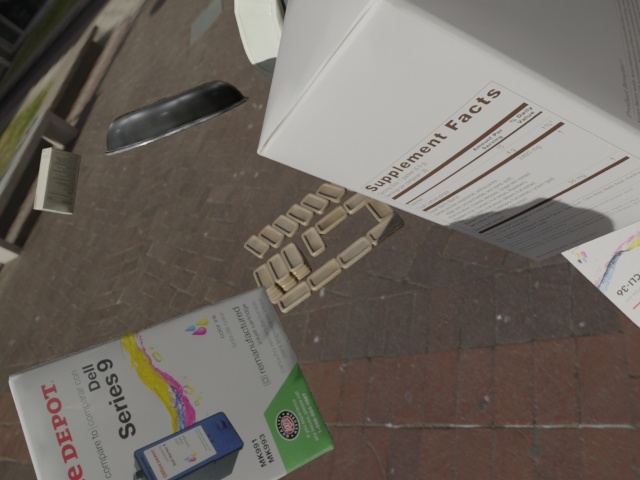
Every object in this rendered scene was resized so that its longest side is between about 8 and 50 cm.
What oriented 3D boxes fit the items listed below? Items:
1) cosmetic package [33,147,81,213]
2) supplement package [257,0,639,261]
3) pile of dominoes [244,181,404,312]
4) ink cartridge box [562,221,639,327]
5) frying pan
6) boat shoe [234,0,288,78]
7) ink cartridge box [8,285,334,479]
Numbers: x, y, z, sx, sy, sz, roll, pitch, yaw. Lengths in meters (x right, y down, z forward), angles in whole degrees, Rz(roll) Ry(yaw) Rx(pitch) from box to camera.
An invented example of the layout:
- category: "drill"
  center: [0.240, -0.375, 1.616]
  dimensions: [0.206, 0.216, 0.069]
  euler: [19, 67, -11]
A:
- category: "cosmetic package"
  center: [-0.490, -0.109, 1.003]
  dimensions: [0.041, 0.060, 0.115]
  euler: [2, 82, 41]
- category: "supplement package"
  center: [0.126, -0.127, 0.425]
  dimensions: [0.175, 0.292, 0.178]
  euler: [-37, 40, 55]
- category: "pile of dominoes"
  center: [0.000, 0.000, 0.896]
  dimensions: [0.251, 0.040, 0.196]
  euler: [-36, 43, 5]
- category: "ink cartridge box"
  center: [0.362, 0.022, 0.586]
  dimensions: [0.115, 0.067, 0.198]
  euler: [-54, 42, 22]
- category: "frying pan"
  center: [-0.166, -0.189, 0.747]
  dimensions: [0.197, 0.053, 0.326]
  euler: [-10, 23, 27]
- category: "boat shoe"
  center: [-0.062, -0.376, 0.694]
  dimensions: [0.116, 0.320, 0.099]
  euler: [25, 52, 29]
- category: "ink cartridge box"
  center: [-0.120, 0.150, 0.447]
  dimensions: [0.155, 0.212, 0.093]
  euler: [65, 152, 15]
